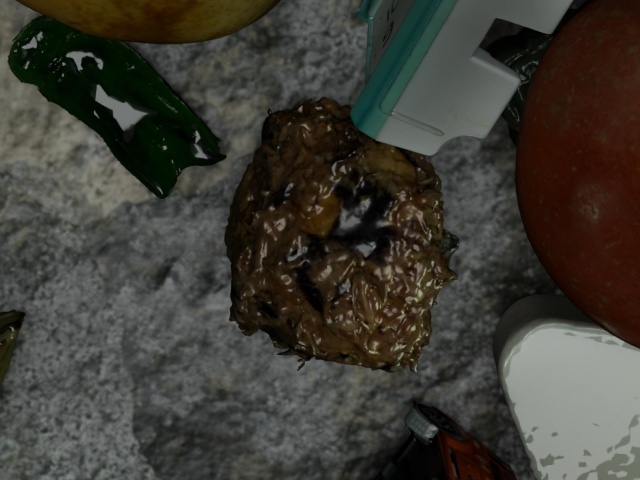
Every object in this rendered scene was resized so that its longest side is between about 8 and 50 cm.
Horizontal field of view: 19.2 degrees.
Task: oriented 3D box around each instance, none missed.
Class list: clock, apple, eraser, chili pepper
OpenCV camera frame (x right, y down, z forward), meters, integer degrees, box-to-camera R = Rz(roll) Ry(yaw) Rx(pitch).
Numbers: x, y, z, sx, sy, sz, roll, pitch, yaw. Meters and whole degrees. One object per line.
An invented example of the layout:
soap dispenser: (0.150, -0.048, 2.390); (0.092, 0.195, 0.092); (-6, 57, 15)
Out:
clock: (0.132, -0.229, 1.636); (0.116, 0.231, 0.262); (24, 122, -14)
apple: (0.328, -0.068, 1.558); (0.348, 0.277, 0.348); (-16, 122, -26)
eraser: (0.346, 0.180, 1.774); (0.331, 0.150, 0.331); (1, 100, 5)
chili pepper: (-0.191, -0.130, 1.785); (0.224, 0.061, 0.098); (38, 92, -2)

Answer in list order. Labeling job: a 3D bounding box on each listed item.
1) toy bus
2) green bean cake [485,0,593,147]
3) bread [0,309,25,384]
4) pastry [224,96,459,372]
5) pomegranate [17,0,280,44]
toy bus: (0.113, 0.271, 1.706); (0.153, 0.329, 0.143); (34, 99, -6)
green bean cake: (0.263, -0.126, 1.755); (0.183, 0.094, 0.185); (-23, 103, 5)
bread: (-0.366, 0.116, 1.800); (0.169, 0.140, 0.160); (38, 105, -4)
pastry: (0.000, 0.000, 1.704); (0.193, 0.275, 0.275); (-10, 100, -22)
pomegranate: (-0.135, -0.366, 1.567); (0.417, 0.416, 0.416); (0, 100, 2)
